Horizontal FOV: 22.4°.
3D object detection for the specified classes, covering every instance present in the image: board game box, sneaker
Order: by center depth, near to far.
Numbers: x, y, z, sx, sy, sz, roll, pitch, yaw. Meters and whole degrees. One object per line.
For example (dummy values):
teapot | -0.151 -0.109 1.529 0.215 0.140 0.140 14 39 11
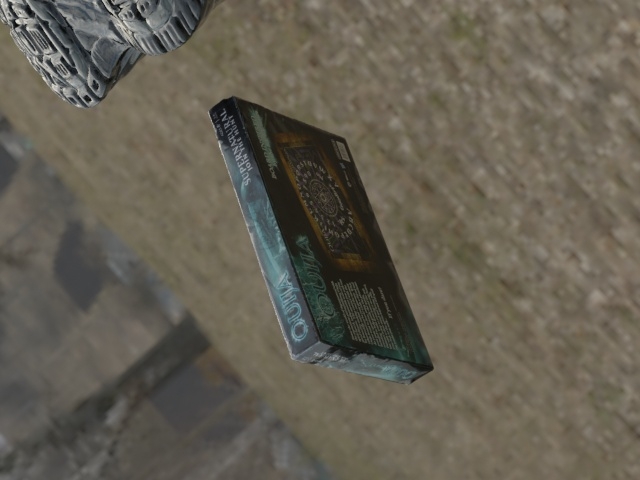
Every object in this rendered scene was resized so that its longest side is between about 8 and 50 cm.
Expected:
sneaker | -0.109 -0.163 1.000 0.286 0.130 0.109 -4 122 56
board game box | 0.000 0.000 1.044 0.126 0.026 0.186 17 -135 -50
